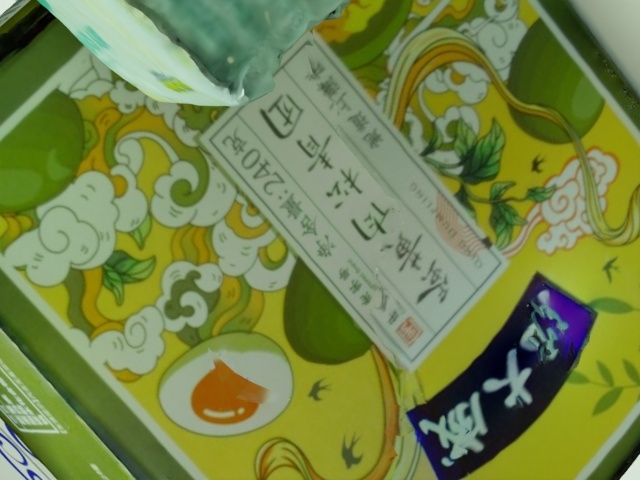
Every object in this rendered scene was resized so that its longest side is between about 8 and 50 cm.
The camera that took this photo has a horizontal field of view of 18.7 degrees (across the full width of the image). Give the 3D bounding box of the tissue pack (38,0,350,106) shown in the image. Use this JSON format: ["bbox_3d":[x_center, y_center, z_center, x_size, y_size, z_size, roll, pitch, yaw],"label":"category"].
[{"bbox_3d":[-0.137,-0.228,0.747,0.388,0.162,0.287,45,176,-11],"label":"tissue pack"}]

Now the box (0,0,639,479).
[{"bbox_3d":[0.000,0.000,1.059,0.420,0.373,0.138,51,155,-16],"label":"box"}]
